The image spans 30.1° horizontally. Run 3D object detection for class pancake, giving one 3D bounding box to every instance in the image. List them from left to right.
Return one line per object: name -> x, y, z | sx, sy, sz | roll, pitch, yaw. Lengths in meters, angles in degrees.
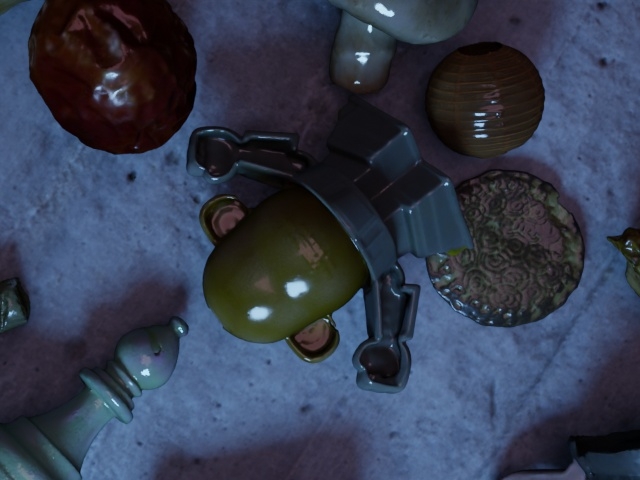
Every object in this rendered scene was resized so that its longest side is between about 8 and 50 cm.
pancake -> 0.219, 0.009, 1.409 | 0.199, 0.021, 0.199 | 0, 89, -9

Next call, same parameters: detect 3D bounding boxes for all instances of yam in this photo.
yam -> -0.381, 0.087, 1.292 | 0.132, 0.054, 0.054 | -23, 93, -9

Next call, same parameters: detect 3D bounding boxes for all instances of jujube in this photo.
jujube -> -0.211, -0.174, 1.224 | 0.174, 0.250, 0.174 | 1, 85, -9

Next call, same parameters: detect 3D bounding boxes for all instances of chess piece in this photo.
chess piece -> -0.246, 0.179, 1.291 | 0.139, 0.139, 0.271 | 47, 71, -6

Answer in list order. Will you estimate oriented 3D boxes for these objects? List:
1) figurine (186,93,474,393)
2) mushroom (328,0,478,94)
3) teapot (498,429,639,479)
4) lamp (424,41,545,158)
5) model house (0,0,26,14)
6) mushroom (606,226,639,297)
figurine -> -0.001, -0.001, 1.299 | 0.285, 0.167, 0.342 | -40, 67, -14
mushroom -> 0.072, -0.283, 1.323 | 0.206, 0.209, 0.206 | 4, 59, -8
teapot -> 0.377, 0.377, 1.325 | 0.376, 0.305, 0.362 | -6, 81, 19
lamp -> 0.186, -0.158, 1.349 | 0.136, 0.136, 0.136 | 0, 90, -10
model house -> -0.335, -0.470, 1.179 | 0.400, 0.395, 0.445 | -31, 78, -23
mushroom -> 0.580, -0.024, 1.390 | 0.331, 0.356, 0.334 | 44, 46, -4
